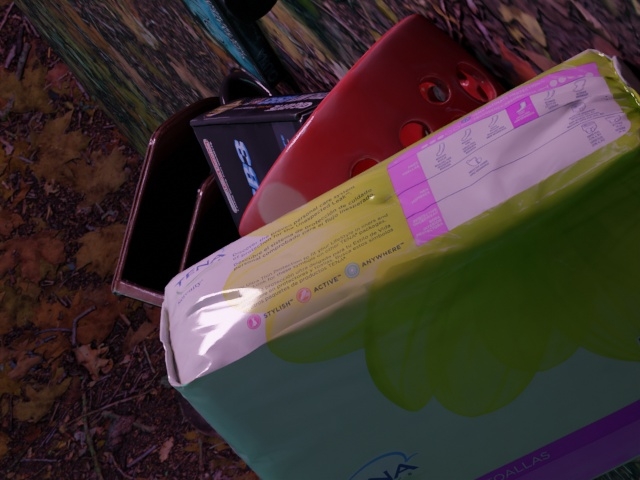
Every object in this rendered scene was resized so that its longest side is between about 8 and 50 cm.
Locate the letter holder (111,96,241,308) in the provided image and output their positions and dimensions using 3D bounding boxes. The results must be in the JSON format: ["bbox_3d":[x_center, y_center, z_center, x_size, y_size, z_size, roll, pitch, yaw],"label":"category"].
[{"bbox_3d":[-0.114,-0.048,1.872,0.152,0.214,0.302,17,-165,8],"label":"letter holder"}]

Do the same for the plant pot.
[{"bbox_3d":[0.070,-0.026,1.011,0.174,0.191,0.191,37,172,5],"label":"plant pot"}]

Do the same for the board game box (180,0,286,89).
[{"bbox_3d":[-0.111,-0.238,1.519,0.126,0.026,0.186,41,171,38],"label":"board game box"}]

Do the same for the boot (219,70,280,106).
[{"bbox_3d":[-0.026,-0.074,1.700,0.244,0.088,0.176,49,172,9],"label":"boot"}]

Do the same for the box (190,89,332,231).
[{"bbox_3d":[0.000,0.000,1.515,0.293,0.073,0.295,8,123,65],"label":"box"}]

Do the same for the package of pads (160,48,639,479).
[{"bbox_3d":[0.085,0.051,0.867,0.229,0.296,0.101,52,-166,-37],"label":"package of pads"}]

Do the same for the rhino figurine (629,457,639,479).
[{"bbox_3d":[0.261,0.148,1.262,0.243,0.073,0.106,49,169,-29],"label":"rhino figurine"}]

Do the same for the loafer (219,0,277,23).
[{"bbox_3d":[-0.091,-0.243,1.248,0.061,0.062,0.170,48,173,33],"label":"loafer"}]
